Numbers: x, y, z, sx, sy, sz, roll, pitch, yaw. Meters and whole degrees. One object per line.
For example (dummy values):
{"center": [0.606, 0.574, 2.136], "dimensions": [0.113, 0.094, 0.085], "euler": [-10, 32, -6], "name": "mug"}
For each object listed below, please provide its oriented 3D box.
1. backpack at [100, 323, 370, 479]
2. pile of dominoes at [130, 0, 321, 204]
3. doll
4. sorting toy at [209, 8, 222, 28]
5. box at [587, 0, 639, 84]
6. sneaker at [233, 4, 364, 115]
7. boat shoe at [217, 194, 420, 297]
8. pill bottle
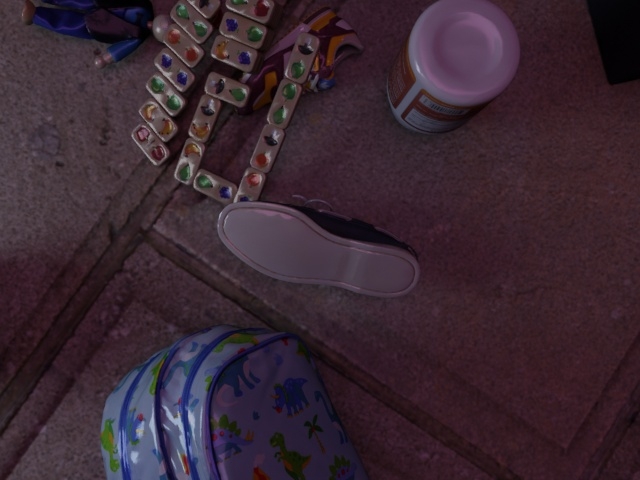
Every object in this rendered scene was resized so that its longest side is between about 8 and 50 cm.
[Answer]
{"center": [-0.084, 0.269, 0.803], "dimensions": [0.290, 0.273, 0.355], "euler": [-14, 65, -47], "name": "backpack"}
{"center": [-0.128, -0.179, 0.891], "dimensions": [0.196, 0.040, 0.251], "euler": [25, 102, 10], "name": "pile of dominoes"}
{"center": [-0.273, -0.280, 0.932], "dimensions": [0.189, 0.046, 0.129], "euler": [8, 76, -10], "name": "doll"}
{"center": [-0.157, -0.320, 0.945], "dimensions": [0.061, 0.042, 0.101], "euler": [-24, 88, -5], "name": "sorting toy"}
{"center": [0.546, -0.343, 0.863], "dimensions": [0.344, 0.312, 0.178], "euler": [-13, 87, -4], "name": "box"}
{"center": [-0.028, -0.213, 0.934], "dimensions": [0.084, 0.069, 0.185], "euler": [44, 85, 5], "name": "sneaker"}
{"center": [0.000, 0.000, 0.909], "dimensions": [0.255, 0.079, 0.095], "euler": [11, 112, -7], "name": "boat shoe"}
{"center": [0.145, -0.195, 0.871], "dimensions": [0.121, 0.216, 0.121], "euler": [0, 86, -5], "name": "pill bottle"}
